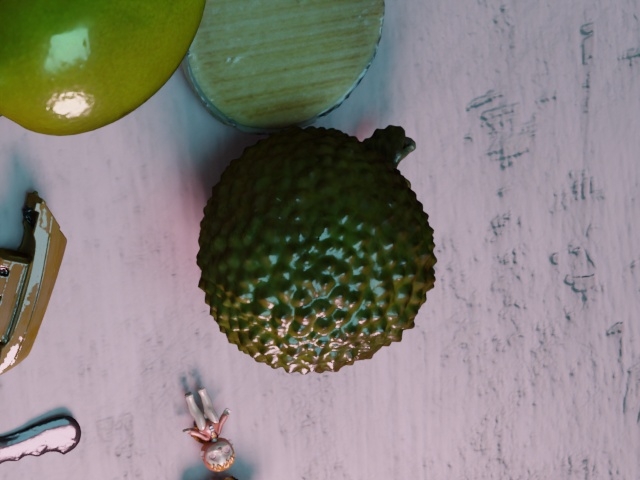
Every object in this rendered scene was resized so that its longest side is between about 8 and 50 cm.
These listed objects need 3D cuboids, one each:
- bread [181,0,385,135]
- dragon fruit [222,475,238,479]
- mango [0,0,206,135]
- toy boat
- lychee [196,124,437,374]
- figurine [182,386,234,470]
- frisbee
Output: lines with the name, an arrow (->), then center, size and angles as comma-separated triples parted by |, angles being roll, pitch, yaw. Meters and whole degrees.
bread -> -0.044, -0.245, 1.919 | 0.267, 0.040, 0.267 | -13, 117, -27
dragon fruit -> -0.114, 0.342, 2.120 | 0.126, 0.068, 0.112 | 16, 90, -24
mango -> -0.225, -0.209, 1.755 | 0.273, 0.149, 0.185 | -27, 122, -28
toy boat -> -0.328, 0.045, 1.856 | 0.077, 0.057, 0.200 | 14, 102, -30
lychee -> -0.004, 0.006, 1.918 | 0.270, 0.320, 0.270 | 1, 112, 2
figurine -> -0.132, 0.222, 2.066 | 0.064, 0.047, 0.109 | -24, 113, -14
frisbee -> -0.385, 0.233, 1.928 | 0.211, 0.012, 0.187 | -43, 126, -9
